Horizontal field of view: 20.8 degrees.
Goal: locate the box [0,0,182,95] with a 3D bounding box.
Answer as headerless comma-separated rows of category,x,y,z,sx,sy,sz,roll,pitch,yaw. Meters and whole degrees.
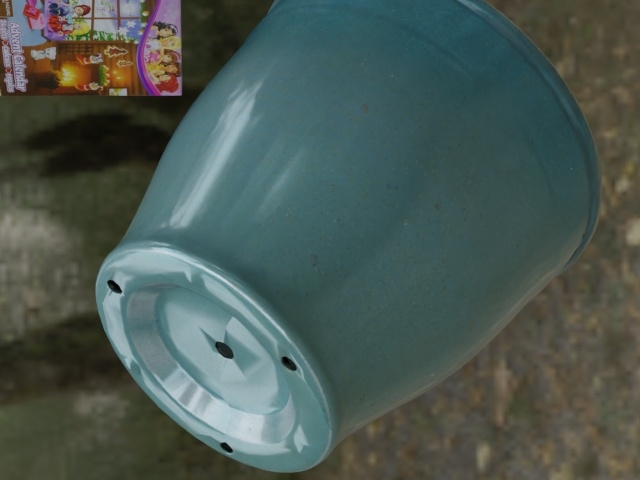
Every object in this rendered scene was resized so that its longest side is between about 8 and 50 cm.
box,-0.245,-0.275,1.815,0.293,0.201,0.057,93,174,-46

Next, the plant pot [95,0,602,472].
plant pot,0.000,0.000,1.124,0.272,0.255,0.271,27,143,23
